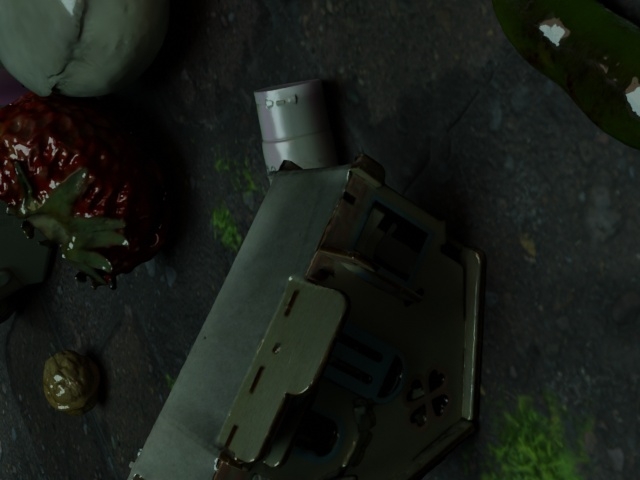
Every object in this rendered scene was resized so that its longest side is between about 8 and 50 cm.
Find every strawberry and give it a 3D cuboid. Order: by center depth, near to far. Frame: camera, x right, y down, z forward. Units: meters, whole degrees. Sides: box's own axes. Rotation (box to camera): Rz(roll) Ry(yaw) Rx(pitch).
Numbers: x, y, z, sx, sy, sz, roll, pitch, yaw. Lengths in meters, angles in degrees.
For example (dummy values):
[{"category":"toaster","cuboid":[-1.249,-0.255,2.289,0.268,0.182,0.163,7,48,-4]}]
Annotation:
[{"category":"strawberry","cuboid":[-0.269,-0.086,1.415,0.150,0.280,0.253,-35,103,15]}]

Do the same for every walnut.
[{"category":"walnut","cuboid":[-0.348,0.199,1.652,0.096,0.082,0.079,50,166,42]}]

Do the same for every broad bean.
[{"category":"broad bean","cuboid":[0.199,-0.133,0.851,0.339,0.061,0.077,52,124,33]}]

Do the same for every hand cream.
[{"category":"hand cream","cuboid":[0.000,0.000,1.167,0.111,0.070,0.312,5,109,51]}]

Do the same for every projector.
[{"category":"projector","cuboid":[-0.483,-0.032,1.696,0.163,0.177,0.243,52,136,33]}]

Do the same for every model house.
[{"category":"model house","cuboid":[0.024,0.118,1.009,0.169,0.244,0.326,15,77,48]}]

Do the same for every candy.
[{"category":"candy","cuboid":[-0.278,-0.299,1.350,0.295,0.185,0.296,25,126,39]}]

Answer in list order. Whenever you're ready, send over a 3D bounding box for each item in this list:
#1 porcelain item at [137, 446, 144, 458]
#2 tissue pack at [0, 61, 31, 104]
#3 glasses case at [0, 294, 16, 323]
[{"category":"porcelain item","cuboid":[-0.192,0.284,1.509,0.136,0.021,0.075,33,119,45]},{"category":"tissue pack","cuboid":[-0.425,-0.298,1.580,0.246,0.148,0.092,59,137,27]},{"category":"glasses case","cuboid":[-0.566,0.092,1.743,0.123,0.316,0.076,37,104,10]}]
